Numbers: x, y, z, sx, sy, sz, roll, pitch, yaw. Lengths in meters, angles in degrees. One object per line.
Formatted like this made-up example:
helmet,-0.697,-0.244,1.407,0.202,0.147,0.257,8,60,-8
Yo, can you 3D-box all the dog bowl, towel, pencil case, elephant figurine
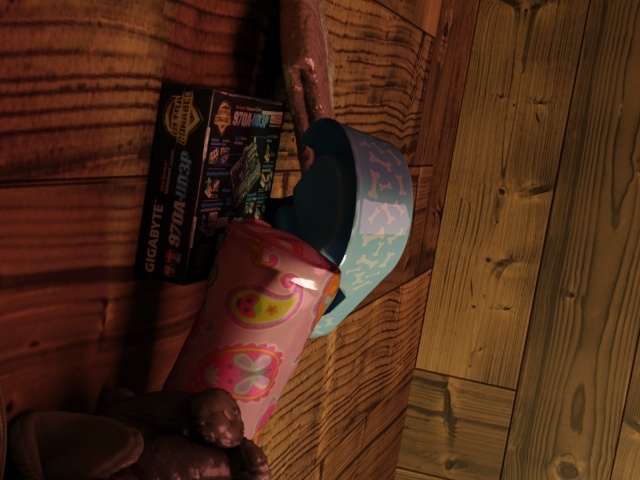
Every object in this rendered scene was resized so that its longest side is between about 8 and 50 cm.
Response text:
dog bowl,0.000,0.000,1.179,0.297,0.074,0.166,130,-42,-51
towel,-0.008,-0.172,1.276,0.282,0.049,0.187,79,6,-57
pencil case,-0.086,0.123,1.042,0.284,0.124,0.124,-65,167,6
elephant figurine,-0.165,0.196,0.858,0.239,0.186,0.169,-14,80,-47

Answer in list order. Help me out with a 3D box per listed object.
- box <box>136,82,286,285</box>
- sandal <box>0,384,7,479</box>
box,-0.099,-0.055,1.106,0.220,0.051,0.175,-16,116,-74
sandal,-0.234,0.155,0.658,0.086,0.120,0.303,-123,-150,-58
